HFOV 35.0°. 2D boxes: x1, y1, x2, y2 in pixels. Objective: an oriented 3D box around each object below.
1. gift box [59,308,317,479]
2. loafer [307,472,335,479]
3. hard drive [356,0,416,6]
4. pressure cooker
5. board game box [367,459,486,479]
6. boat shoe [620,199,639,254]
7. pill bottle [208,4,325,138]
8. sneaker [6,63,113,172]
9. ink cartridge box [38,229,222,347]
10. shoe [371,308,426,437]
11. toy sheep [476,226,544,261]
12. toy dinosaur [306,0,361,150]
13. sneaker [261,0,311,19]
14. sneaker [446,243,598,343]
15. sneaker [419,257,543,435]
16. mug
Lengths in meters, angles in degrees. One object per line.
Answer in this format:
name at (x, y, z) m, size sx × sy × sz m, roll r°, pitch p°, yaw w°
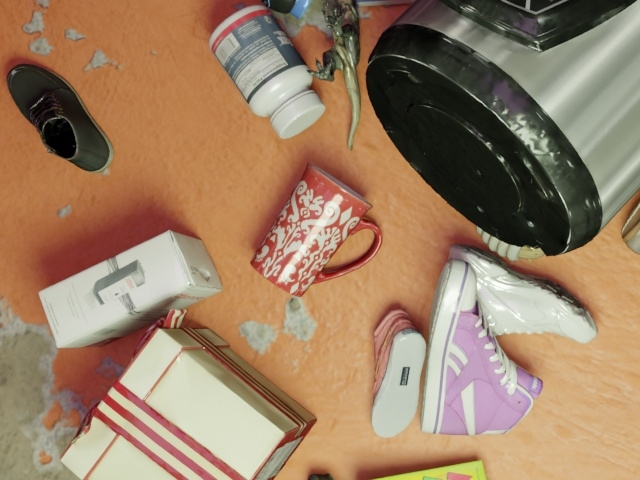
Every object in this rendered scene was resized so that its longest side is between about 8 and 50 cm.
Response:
gift box at (-0.182, 0.253, 1.394) m, size 0.258 × 0.276 × 0.255 m, roll 37°, pitch 88°, yaw 13°
loafer at (0.058, 0.417, 1.438) m, size 0.078 × 0.080 × 0.220 m, roll -29°, pitch 78°, yaw -26°
hard drive at (0.211, -0.458, 1.488) m, size 0.319 × 0.040 × 0.210 m, roll -1°, pitch 86°, yaw 11°
pressure cooker at (0.308, -0.240, 1.275) m, size 0.420 × 0.375 × 0.370 m, roll -44°, pitch 104°, yaw -12°
board game box at (0.142, 0.365, 1.396) m, size 0.181 × 0.043 × 0.092 m, roll -8°, pitch 70°, yaw -8°
boat shoe at (0.521, -0.119, 1.375) m, size 0.324 × 0.123 × 0.116 m, roll -50°, pitch 45°, yaw 12°
pill bottle at (-0.074, -0.244, 1.492) m, size 0.108 × 0.108 × 0.180 m, roll -35°, pitch 81°, yaw 6°
sneaker at (-0.413, -0.200, 1.548) m, size 0.222 × 0.118 × 0.083 m, roll 44°, pitch 94°, yaw 11°
ink cartridge box at (-0.271, 0.074, 1.478) m, size 0.218 × 0.158 × 0.092 m, roll -23°, pitch 81°, yaw 8°
shoe at (0.105, 0.188, 1.449) m, size 0.063 × 0.081 × 0.178 m, roll 4°, pitch 115°, yaw -14°
toy sheep at (0.264, -0.022, 1.422) m, size 0.132 × 0.091 × 0.091 m, roll 41°, pitch 94°, yaw 26°
toy dinosaur at (0.028, -0.272, 1.469) m, size 0.064 × 0.118 × 0.268 m, roll -5°, pitch 84°, yaw 21°
sneaker at (-0.024, -0.448, 1.495) m, size 0.090 × 0.081 × 0.232 m, roll 22°, pitch 96°, yaw -11°
sneaker at (0.269, 0.097, 1.419) m, size 0.232 × 0.090 × 0.115 m, roll 27°, pitch 104°, yaw 15°
sneaker at (0.223, 0.147, 1.367) m, size 0.161 × 0.102 × 0.282 m, roll 5°, pitch 126°, yaw 7°
mug at (-0.004, -0.002, 1.459) m, size 0.150 × 0.113 × 0.169 m, roll 36°, pitch 96°, yaw 13°
